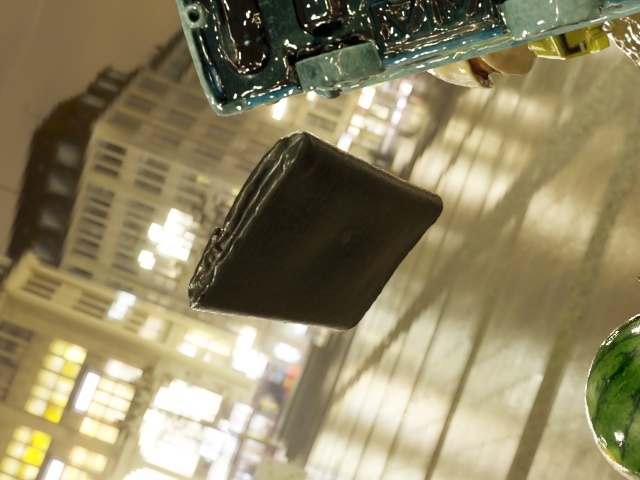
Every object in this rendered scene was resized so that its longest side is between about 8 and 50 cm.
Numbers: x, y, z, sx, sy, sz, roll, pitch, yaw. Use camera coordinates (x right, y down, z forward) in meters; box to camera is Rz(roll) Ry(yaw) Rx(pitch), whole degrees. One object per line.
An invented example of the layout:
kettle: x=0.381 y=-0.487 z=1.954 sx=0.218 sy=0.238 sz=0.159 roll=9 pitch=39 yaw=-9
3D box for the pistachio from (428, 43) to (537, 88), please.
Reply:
pistachio: x=0.245 y=-0.342 z=2.182 sx=0.299 sy=0.187 sz=0.187 roll=17 pitch=-86 yaw=-64

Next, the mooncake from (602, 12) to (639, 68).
mooncake: x=0.532 y=-0.355 z=1.811 sx=0.324 sy=0.187 sz=0.324 roll=-40 pitch=-12 yaw=-10

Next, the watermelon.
watermelon: x=0.352 y=0.146 z=1.298 sx=0.188 sy=0.188 sz=0.214 roll=-69 pitch=-17 yaw=-55

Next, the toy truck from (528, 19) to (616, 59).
toy truck: x=0.215 y=-0.316 z=1.323 sx=0.286 sy=0.111 sz=0.136 roll=68 pitch=169 yaw=-14

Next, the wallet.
wallet: x=0.000 y=0.000 z=1.201 sx=0.170 sy=0.044 sz=0.321 roll=-54 pitch=-25 yaw=9

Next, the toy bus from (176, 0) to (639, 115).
toy bus: x=0.075 y=-0.189 z=0.879 sx=0.190 sy=0.312 sz=0.152 roll=-28 pitch=-76 yaw=-62
